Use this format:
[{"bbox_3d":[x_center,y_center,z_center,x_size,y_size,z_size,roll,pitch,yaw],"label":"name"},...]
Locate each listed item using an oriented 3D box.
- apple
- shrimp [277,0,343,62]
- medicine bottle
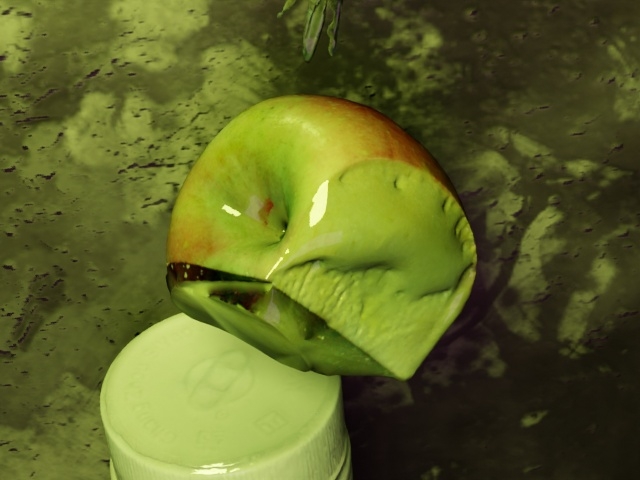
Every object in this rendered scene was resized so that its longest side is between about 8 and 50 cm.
[{"bbox_3d":[0.000,0.000,1.136,0.207,0.173,0.188,-36,145,24],"label":"apple"},{"bbox_3d":[0.074,-0.262,0.911,0.172,0.137,0.372,18,130,2],"label":"shrimp"},{"bbox_3d":[-0.066,0.222,1.320,0.190,0.190,0.332,-4,133,0],"label":"medicine bottle"}]
